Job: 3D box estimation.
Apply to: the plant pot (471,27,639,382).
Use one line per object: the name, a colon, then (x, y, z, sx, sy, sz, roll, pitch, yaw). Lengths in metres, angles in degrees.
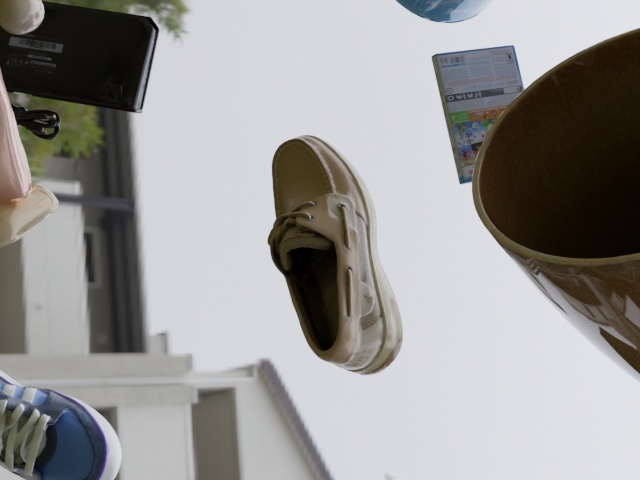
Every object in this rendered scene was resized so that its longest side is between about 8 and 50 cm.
plant pot: (0.269, 0.010, 0.832, 0.237, 0.254, 0.237, -22, -142, 18)

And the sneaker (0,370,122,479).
sneaker: (-0.443, 0.239, 1.463, 0.323, 0.236, 0.130, 23, -86, 26)

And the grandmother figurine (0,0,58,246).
grandmother figurine: (-0.243, -0.162, 0.687, 0.208, 0.104, 0.342, 11, -55, 29)

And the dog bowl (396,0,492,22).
dog bowl: (0.079, -0.327, 0.963, 0.297, 0.166, 0.074, 52, -28, -15)

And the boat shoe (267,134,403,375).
boat shoe: (0.000, 0.000, 1.391, 0.121, 0.110, 0.341, -40, -127, 28)

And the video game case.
video game case: (0.210, -0.160, 1.441, 0.015, 0.119, 0.166, 158, -79, -66)

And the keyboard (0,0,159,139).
keyboard: (-0.221, -0.132, 0.880, 0.180, 0.023, 0.108, 10, -103, 8)
